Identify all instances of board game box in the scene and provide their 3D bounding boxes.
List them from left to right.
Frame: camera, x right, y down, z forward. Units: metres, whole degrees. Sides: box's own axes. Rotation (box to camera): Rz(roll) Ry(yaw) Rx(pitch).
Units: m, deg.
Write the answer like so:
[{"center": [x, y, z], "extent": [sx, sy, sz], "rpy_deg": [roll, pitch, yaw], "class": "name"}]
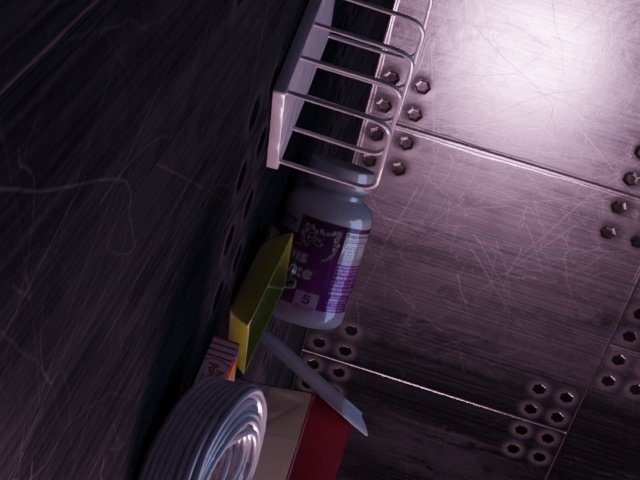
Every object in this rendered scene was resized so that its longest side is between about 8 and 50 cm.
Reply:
[{"center": [-0.172, 0.258, 1.744], "extent": [0.193, 0.045, 0.146], "rpy_deg": [103, 6, -50], "class": "board game box"}]

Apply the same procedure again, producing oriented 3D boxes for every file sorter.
[{"center": [0.046, -0.245, 1.708], "extent": [0.193, 0.173, 0.277], "rpy_deg": [102, 6, -60], "class": "file sorter"}]

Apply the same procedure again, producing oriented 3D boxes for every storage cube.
[{"center": [-0.082, 0.374, 2.112], "extent": [0.193, 0.184, 0.215], "rpy_deg": [49, 55, -56], "class": "storage cube"}]

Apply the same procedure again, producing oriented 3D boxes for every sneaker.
[{"center": [-0.069, 0.031, 2.020], "extent": [0.188, 0.071, 0.066], "rpy_deg": [99, 9, -67], "class": "sneaker"}]

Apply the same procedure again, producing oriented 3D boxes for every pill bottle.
[{"center": [0.000, 0.000, 2.161], "extent": [0.169, 0.169, 0.301], "rpy_deg": [-53, 159, -79], "class": "pill bottle"}]

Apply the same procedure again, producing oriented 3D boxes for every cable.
[{"center": [-0.157, 0.302, 1.535], "extent": [0.257, 0.089, 0.257], "rpy_deg": [-64, 163, -14], "class": "cable"}]

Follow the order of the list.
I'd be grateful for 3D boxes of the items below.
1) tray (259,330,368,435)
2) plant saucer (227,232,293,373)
[{"center": [-0.019, 0.252, 2.138], "extent": [0.030, 0.270, 0.145], "rpy_deg": [-49, 149, -4], "class": "tray"}, {"center": [-0.106, 0.098, 1.914], "extent": [0.188, 0.045, 0.188], "rpy_deg": [102, 11, -58], "class": "plant saucer"}]
